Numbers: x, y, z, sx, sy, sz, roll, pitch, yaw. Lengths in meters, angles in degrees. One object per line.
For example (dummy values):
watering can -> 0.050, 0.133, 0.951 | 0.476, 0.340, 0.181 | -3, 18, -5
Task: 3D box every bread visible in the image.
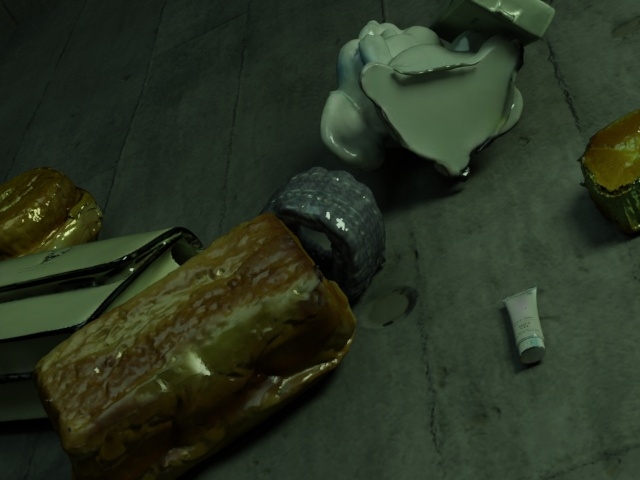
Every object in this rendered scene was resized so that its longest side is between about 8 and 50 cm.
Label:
bread -> 0.333, -0.076, 1.337 | 0.128, 0.069, 0.140 | -29, 30, 6
bread -> -0.129, 0.132, 1.360 | 0.344, 0.149, 0.195 | -32, 45, -5
bread -> -0.443, -0.016, 1.960 | 0.198, 0.120, 0.236 | -45, 30, -23

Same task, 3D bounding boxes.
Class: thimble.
thimble -> -0.001, -0.002, 1.464 | 0.150, 0.150, 0.098 | -11, 27, 33

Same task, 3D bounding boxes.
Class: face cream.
face cream -> 0.199, 0.080, 1.259 | 0.038, 0.020, 0.115 | -24, 24, 14

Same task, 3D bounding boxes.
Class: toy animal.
toy animal -> 0.128, -0.177, 1.616 | 0.249, 0.174, 0.289 | -3, 19, 6

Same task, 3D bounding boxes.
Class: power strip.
power strip -> 0.208, -0.278, 1.645 | 0.043, 0.106, 0.367 | -62, 4, 1

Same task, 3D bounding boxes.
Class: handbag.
handbag -> -0.326, 0.100, 1.607 | 0.358, 0.160, 0.237 | -9, 27, 35
